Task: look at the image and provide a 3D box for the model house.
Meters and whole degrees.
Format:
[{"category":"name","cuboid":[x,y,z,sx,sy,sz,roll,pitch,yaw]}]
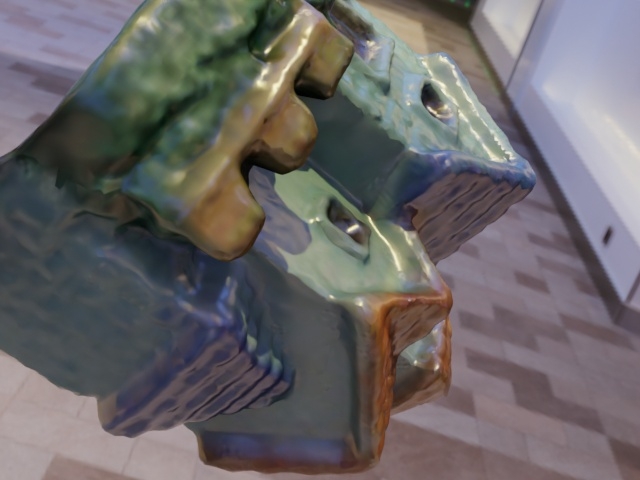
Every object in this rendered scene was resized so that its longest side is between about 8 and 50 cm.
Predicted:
[{"category":"model house","cuboid":[0.000,0.000,0.568,0.329,0.251,0.295,43,30,-17]}]
